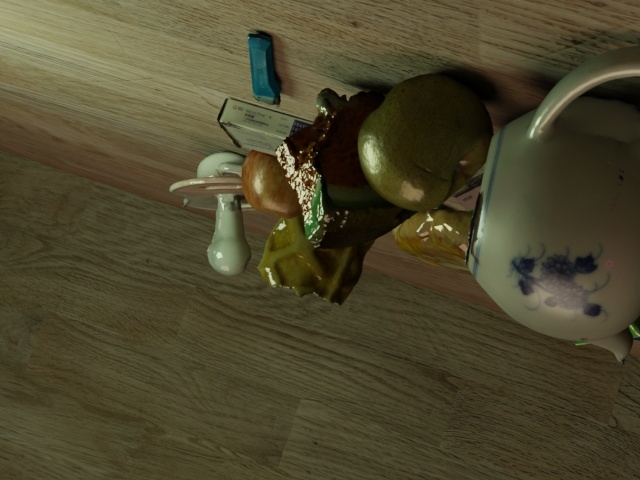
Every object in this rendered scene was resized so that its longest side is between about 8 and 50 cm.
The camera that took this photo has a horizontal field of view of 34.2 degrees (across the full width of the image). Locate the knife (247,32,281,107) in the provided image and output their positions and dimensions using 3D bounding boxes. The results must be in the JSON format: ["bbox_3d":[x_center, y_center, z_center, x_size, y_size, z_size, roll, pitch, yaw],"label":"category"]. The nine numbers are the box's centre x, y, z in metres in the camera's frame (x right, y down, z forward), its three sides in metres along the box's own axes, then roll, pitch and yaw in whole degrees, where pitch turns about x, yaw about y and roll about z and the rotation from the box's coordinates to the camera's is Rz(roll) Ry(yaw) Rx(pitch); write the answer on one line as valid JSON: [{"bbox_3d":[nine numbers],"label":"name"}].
[{"bbox_3d":[-0.076,-0.232,1.435,0.044,0.026,0.296,16,171,0],"label":"knife"}]

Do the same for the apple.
[{"bbox_3d":[-0.079,-0.111,1.984,0.146,0.131,0.146,15,178,1],"label":"apple"}]

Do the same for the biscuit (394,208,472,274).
[{"bbox_3d":[0.343,0.025,1.754,0.446,0.104,0.429,19,174,-30],"label":"biscuit"}]

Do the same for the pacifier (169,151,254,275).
[{"bbox_3d":[-0.198,-0.078,2.275,0.220,0.273,0.332,35,175,9],"label":"pacifier"}]

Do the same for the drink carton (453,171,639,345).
[{"bbox_3d":[0.309,-0.006,1.287,0.271,0.108,0.161,50,161,-4],"label":"drink carton"}]

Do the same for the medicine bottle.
[{"bbox_3d":[-0.060,-0.171,1.772,0.201,0.052,0.171,17,173,13],"label":"medicine bottle"}]

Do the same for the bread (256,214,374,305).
[{"bbox_3d":[0.006,0.002,2.165,0.196,0.252,0.238,18,176,20],"label":"bread"}]

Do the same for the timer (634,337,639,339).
[{"bbox_3d":[0.526,0.111,2.170,0.340,0.115,0.309,14,173,40],"label":"timer"}]

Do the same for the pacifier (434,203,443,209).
[{"bbox_3d":[0.190,-0.080,1.745,0.068,0.064,0.083,-15,-166,-33],"label":"pacifier"}]

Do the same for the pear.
[{"bbox_3d":[0.120,-0.116,1.220,0.136,0.167,0.167,44,179,13],"label":"pear"}]

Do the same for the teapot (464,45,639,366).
[{"bbox_3d":[0.300,-0.019,1.066,0.280,0.252,0.424,10,137,11],"label":"teapot"}]

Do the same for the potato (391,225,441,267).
[{"bbox_3d":[0.205,-0.020,2.042,0.178,0.118,0.109,37,130,-28],"label":"potato"}]

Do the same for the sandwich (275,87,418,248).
[{"bbox_3d":[0.052,-0.094,1.347,0.212,0.292,0.109,35,134,2],"label":"sandwich"}]
